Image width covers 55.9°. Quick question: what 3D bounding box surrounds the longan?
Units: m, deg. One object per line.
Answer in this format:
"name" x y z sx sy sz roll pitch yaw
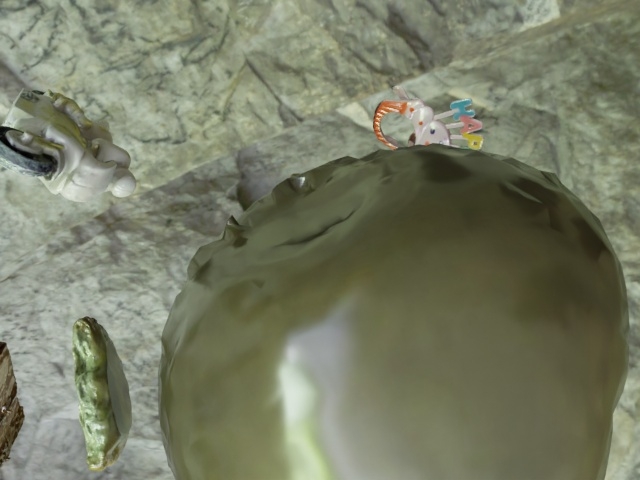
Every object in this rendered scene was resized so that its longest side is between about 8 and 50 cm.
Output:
"longan" 0.055 0.114 0.554 0.404 0.404 0.435 37 -113 -41

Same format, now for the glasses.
"glasses" 0.165 -0.124 0.890 0.095 0.162 0.255 -50 -26 -30

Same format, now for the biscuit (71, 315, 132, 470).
"biscuit" -0.496 0.337 1.374 0.329 0.078 0.334 -130 27 -75

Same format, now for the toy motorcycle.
"toy motorcycle" -0.399 -0.151 0.969 0.223 0.107 0.340 30 -164 -27

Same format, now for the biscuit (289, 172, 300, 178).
"biscuit" -0.010 0.016 0.953 0.115 0.366 0.268 25 -99 -20

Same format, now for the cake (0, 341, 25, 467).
"cake" -0.594 0.259 0.928 0.198 0.196 0.292 -81 5 -53
